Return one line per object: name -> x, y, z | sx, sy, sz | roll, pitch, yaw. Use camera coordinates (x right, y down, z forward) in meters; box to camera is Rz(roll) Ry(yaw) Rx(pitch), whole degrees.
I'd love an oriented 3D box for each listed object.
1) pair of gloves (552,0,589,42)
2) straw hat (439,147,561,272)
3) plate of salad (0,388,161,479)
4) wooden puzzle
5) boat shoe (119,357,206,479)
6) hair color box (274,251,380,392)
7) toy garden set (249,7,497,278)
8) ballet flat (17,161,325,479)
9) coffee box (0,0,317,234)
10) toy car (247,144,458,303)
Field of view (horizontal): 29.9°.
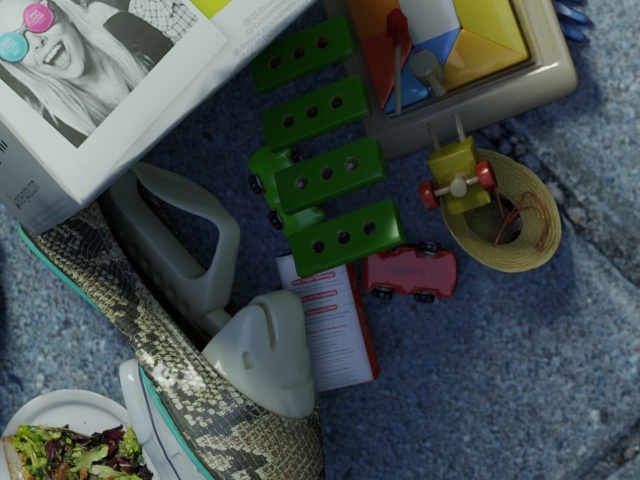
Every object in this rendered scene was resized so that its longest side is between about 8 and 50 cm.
pair of gloves -> 0.212, -0.279, 1.182 | 0.159, 0.023, 0.198 | 28, 100, 9
straw hat -> 0.164, -0.017, 1.194 | 0.144, 0.144, 0.061 | 52, 144, 3
plate of salad -> -0.274, 0.265, 1.332 | 0.199, 0.048, 0.200 | 1, 95, 12
wooden puzzle -> 0.114, -0.222, 1.185 | 0.221, 0.044, 0.239 | -19, 92, 21
boat shoe -> -0.143, 0.222, 1.292 | 0.075, 0.083, 0.226 | -21, 103, 2
hair color box -> 0.008, 0.075, 1.197 | 0.072, 0.043, 0.141 | -13, 94, 14
toy garden set -> 0.051, -0.104, 1.156 | 0.203, 0.049, 0.244 | -20, 68, 18
ballet flat -> -0.124, 0.063, 1.172 | 0.483, 0.164, 0.182 | 48, 112, 22
coffee box -> -0.217, -0.244, 1.024 | 0.338, 0.337, 0.334 | -44, 101, -17
toy car -> 0.000, 0.000, 1.242 | 0.239, 0.053, 0.225 | -28, 89, 13
